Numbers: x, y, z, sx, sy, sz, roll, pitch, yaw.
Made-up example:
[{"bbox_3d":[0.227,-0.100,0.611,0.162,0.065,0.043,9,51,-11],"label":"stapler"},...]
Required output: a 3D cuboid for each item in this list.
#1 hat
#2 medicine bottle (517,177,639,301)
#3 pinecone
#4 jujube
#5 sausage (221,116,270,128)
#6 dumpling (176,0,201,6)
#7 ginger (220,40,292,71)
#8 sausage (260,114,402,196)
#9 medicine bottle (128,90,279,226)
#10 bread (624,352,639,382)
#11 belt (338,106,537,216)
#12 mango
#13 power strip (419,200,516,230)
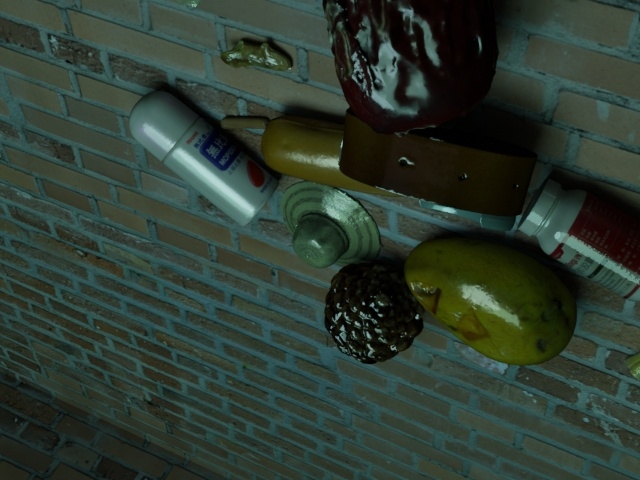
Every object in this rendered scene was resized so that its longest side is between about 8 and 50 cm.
[{"bbox_3d":[0.000,0.000,2.057,0.252,0.110,0.252,21,142,17],"label":"hat"},{"bbox_3d":[0.481,-0.003,1.664,0.250,0.131,0.131,30,144,4],"label":"medicine bottle"},{"bbox_3d":[0.111,0.156,2.062,0.224,0.224,0.272,32,168,1],"label":"pinecone"},{"bbox_3d":[0.133,-0.332,1.420,0.258,0.258,0.377,8,124,31],"label":"jujube"},{"bbox_3d":[-0.155,-0.242,1.961,0.116,0.026,0.026,6,136,32],"label":"sausage"},{"bbox_3d":[-0.256,-0.472,1.761,0.076,0.057,0.052,41,-170,29],"label":"dumpling"},{"bbox_3d":[-0.121,-0.350,1.797,0.137,0.044,0.058,11,110,19],"label":"ginger"},{"bbox_3d":[0.059,-0.157,1.828,0.353,0.116,0.134,13,134,20],"label":"sausage"},{"bbox_3d":[-0.257,-0.182,2.021,0.341,0.130,0.130,39,144,-8],"label":"medicine bottle"},{"bbox_3d":[0.674,0.242,1.903,0.084,0.080,0.109,38,109,-7],"label":"bread"},{"bbox_3d":[0.195,-0.142,1.635,0.338,0.217,0.122,15,106,9],"label":"belt"},{"bbox_3d":[0.332,0.109,1.889,0.365,0.182,0.253,28,148,25],"label":"mango"},{"bbox_3d":[0.278,-0.060,1.762,0.137,0.044,0.216,6,-169,-34],"label":"power strip"}]
